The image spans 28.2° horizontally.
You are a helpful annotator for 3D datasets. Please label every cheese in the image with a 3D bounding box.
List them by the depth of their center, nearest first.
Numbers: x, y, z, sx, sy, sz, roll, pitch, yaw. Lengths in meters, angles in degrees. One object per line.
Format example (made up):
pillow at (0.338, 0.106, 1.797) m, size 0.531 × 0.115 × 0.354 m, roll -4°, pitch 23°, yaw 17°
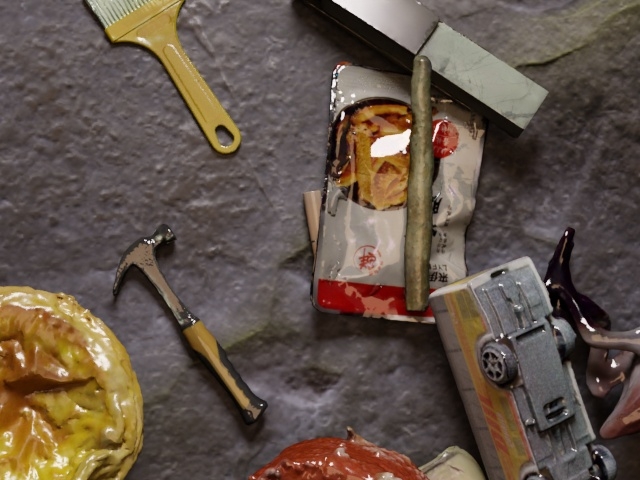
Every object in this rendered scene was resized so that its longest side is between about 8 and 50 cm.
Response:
cheese at (0.137, 0.289, 1.171) m, size 0.097 × 0.037 × 0.192 m, roll -29°, pitch 87°, yaw -4°

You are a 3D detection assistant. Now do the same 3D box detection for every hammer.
hammer at (-0.119, 0.086, 1.179) m, size 0.078 × 0.021 × 0.201 m, roll -35°, pitch 87°, yaw -5°

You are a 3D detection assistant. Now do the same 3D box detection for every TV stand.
TV stand at (0.091, -0.186, 1.191) m, size 0.256 × 0.040 × 0.049 m, roll 34°, pitch 72°, yaw 4°

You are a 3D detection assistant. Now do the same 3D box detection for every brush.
brush at (-0.136, -0.169, 1.204) m, size 0.083 × 0.011 × 0.205 m, roll -33°, pitch 89°, yaw -6°

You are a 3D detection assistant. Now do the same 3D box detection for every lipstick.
lipstick at (0.000, 0.000, 1.195) m, size 0.019 × 0.019 × 0.094 m, roll -11°, pitch 87°, yaw -4°

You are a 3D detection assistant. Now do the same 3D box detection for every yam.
yam at (0.093, -0.051, 1.163) m, size 0.029 × 0.027 × 0.234 m, roll 3°, pitch 94°, yaw 27°

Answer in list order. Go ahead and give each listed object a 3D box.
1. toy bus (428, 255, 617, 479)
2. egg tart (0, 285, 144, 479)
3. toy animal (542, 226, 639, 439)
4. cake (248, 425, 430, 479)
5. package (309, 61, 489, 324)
toy bus at (0.183, 0.154, 1.140) m, size 0.092 × 0.106 × 0.268 m, roll -20°, pitch 92°, yaw -31°
egg tart at (-0.274, 0.160, 1.113) m, size 0.241 × 0.106 × 0.241 m, roll 3°, pitch 75°, yaw -13°
toy animal at (0.345, 0.076, 1.175) m, size 0.324 × 0.090 × 0.195 m, roll -5°, pitch 77°, yaw -6°
cake at (0.012, 0.305, 1.092) m, size 0.177 × 0.151 × 0.283 m, roll 9°, pitch 91°, yaw 10°
package at (0.076, -0.044, 1.197) m, size 0.154 × 0.030 × 0.239 m, roll 7°, pitch 84°, yaw -5°
